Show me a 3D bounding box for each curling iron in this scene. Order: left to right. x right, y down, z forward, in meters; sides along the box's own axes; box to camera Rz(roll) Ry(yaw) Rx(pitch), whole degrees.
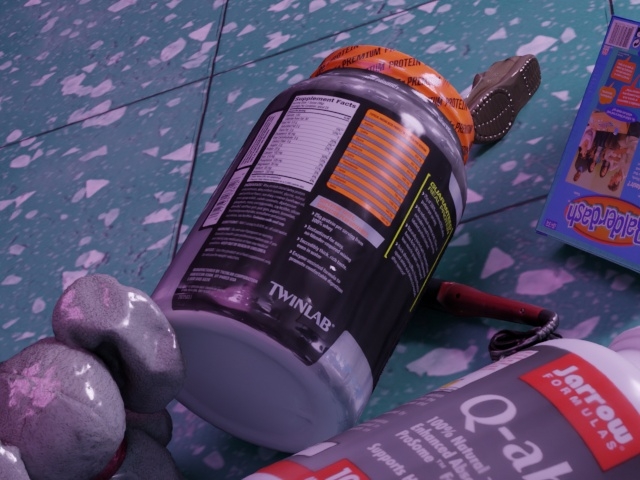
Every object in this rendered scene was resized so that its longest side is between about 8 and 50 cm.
[{"bbox_3d":[0.116,0.060,1.702,0.068,0.035,0.274,-38,32,-20],"label":"curling iron"}]

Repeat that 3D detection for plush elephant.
[{"bbox_3d":[-0.222,0.181,1.549,0.330,0.255,0.272,1,39,38],"label":"plush elephant"}]

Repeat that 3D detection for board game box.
[{"bbox_3d":[0.286,-0.081,1.663,0.160,0.047,0.210,26,98,53],"label":"board game box"}]

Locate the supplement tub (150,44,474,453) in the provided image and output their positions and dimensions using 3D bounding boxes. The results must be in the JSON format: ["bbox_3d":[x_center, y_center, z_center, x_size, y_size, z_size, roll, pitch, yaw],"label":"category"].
[{"bbox_3d":[0.000,0.000,1.673,0.207,0.207,0.338,0,47,38],"label":"supplement tub"}]

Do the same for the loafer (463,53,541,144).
[{"bbox_3d":[0.177,-0.144,1.963,0.050,0.056,0.148,1,29,39],"label":"loafer"}]

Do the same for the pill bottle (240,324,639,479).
[{"bbox_3d":[0.131,0.189,1.267,0.363,0.210,0.210,-23,27,-25],"label":"pill bottle"}]
